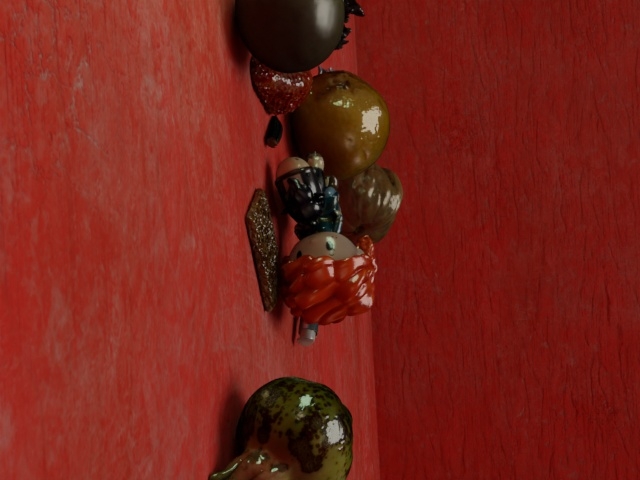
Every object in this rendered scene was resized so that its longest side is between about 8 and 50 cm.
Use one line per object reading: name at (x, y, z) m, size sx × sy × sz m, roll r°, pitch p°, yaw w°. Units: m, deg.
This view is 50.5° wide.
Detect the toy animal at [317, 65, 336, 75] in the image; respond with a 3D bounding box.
toy animal at (0.011, -0.456, 2.140) m, size 0.367 × 0.081 × 0.205 m, roll 59°, pitch 40°, yaw -71°

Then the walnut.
walnut at (0.144, -0.139, 2.329) m, size 0.296 × 0.285 × 0.285 m, roll 43°, pitch 40°, yaw -45°

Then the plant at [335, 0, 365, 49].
plant at (0.010, -0.601, 1.776) m, size 0.178 × 0.234 × 0.204 m, roll 75°, pitch 9°, yaw -74°

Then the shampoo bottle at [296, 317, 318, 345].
shampoo bottle at (-0.025, 0.182, 1.736) m, size 0.074 × 0.074 × 0.192 m, roll 77°, pitch 13°, yaw -46°

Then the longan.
longan at (-0.058, -0.447, 1.312) m, size 0.248 × 0.248 × 0.248 m, roll -3°, pitch 90°, yaw -81°

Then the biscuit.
biscuit at (-0.112, 0.021, 1.408) m, size 0.131 × 0.026 × 0.236 m, roll -76°, pitch 159°, yaw -57°

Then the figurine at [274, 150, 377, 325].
figurine at (-0.002, -0.011, 1.570) m, size 0.306 × 0.241 × 0.411 m, roll 84°, pitch -6°, yaw -81°

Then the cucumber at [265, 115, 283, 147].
cucumber at (-0.101, -0.250, 1.546) m, size 0.134 × 0.034 × 0.033 m, roll -81°, pitch 160°, yaw -54°

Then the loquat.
loquat at (0.043, -0.304, 1.816) m, size 0.276 × 0.276 × 0.283 m, roll -83°, pitch -169°, yaw -49°

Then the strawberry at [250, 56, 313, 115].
strawberry at (-0.074, -0.364, 1.523) m, size 0.236 × 0.107 × 0.175 m, roll -80°, pitch 164°, yaw -53°

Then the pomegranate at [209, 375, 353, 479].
pomegranate at (-0.049, 0.354, 1.116) m, size 0.276 × 0.204 × 0.221 m, roll -68°, pitch 155°, yaw -68°
